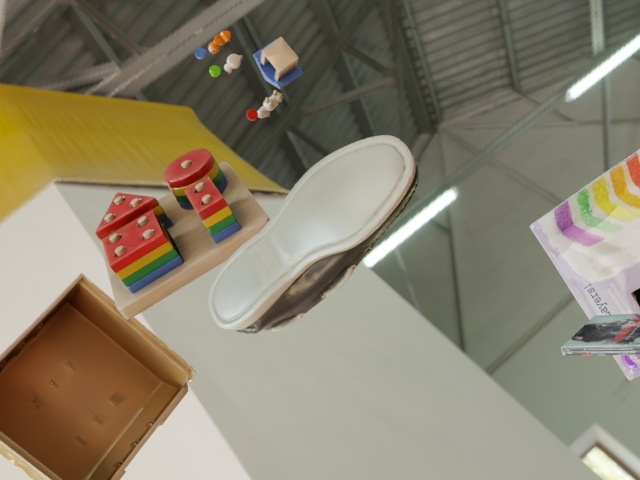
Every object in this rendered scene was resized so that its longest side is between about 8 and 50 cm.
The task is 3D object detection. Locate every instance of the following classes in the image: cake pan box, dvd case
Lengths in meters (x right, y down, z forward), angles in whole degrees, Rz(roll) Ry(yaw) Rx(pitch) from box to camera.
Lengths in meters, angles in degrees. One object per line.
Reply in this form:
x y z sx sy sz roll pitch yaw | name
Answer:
0.450 0.022 0.954 0.246 0.266 0.070 -39 -21 34 | cake pan box
0.342 0.104 0.808 0.087 0.119 0.013 -28 -79 -38 | dvd case

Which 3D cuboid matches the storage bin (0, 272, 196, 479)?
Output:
-0.374 0.243 1.132 0.262 0.260 0.123 -53 9 -35 | storage bin

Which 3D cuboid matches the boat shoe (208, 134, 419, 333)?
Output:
0.000 0.000 0.822 0.302 0.114 0.091 -37 -32 24 | boat shoe

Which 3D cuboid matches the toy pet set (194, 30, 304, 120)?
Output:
-0.091 -0.230 0.989 0.114 0.122 0.065 -38 -1 -12 | toy pet set

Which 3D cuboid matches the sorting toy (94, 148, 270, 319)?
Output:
-0.237 -0.035 1.145 0.257 0.255 0.089 -32 -56 -6 | sorting toy
